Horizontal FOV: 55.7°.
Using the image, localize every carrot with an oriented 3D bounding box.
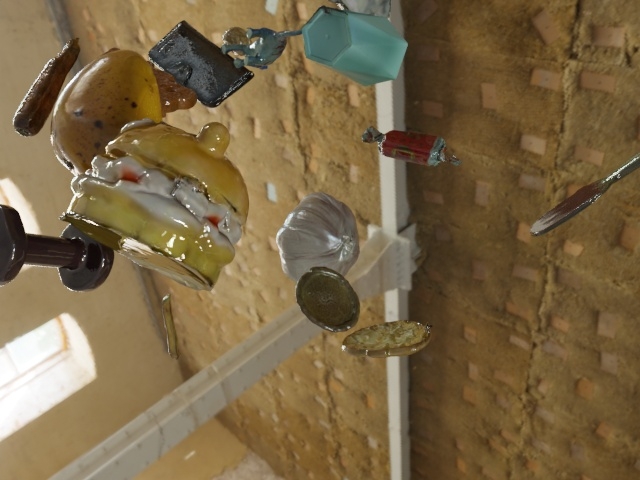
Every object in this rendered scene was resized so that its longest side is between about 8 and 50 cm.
[{"bbox_3d":[-0.551,-0.315,1.231,0.059,0.248,0.059,15,-22,6],"label":"carrot"}]

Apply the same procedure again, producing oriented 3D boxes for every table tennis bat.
[{"bbox_3d":[0.444,-0.080,0.992,0.234,0.131,0.022,-38,-91,20],"label":"table tennis bat"}]

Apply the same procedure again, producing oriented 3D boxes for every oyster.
[{"bbox_3d":[0.067,-0.682,1.511,0.100,0.275,0.271,-9,-106,45],"label":"oyster"}]

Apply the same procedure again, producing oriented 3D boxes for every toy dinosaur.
[{"bbox_3d":[-0.140,-0.439,1.405,0.329,0.144,0.076,-7,-87,66],"label":"toy dinosaur"}]

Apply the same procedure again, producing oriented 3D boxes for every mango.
[{"bbox_3d":[-0.398,-0.231,1.136,0.191,0.290,0.160,2,-23,10],"label":"mango"}]

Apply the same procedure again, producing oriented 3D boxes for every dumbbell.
[{"bbox_3d":[-0.484,0.018,1.056,0.124,0.225,0.140,-33,-112,22],"label":"dumbbell"}]

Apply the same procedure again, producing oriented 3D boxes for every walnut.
[{"bbox_3d":[-0.257,-0.623,1.898,0.096,0.079,0.082,38,-61,6],"label":"walnut"}]

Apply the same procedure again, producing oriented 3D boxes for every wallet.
[{"bbox_3d":[-0.352,-0.504,1.729,0.318,0.172,0.045,42,-12,24],"label":"wallet"}]

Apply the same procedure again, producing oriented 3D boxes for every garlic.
[{"bbox_3d":[0.000,0.000,2.021,0.259,0.317,0.317,18,-49,41],"label":"garlic"}]

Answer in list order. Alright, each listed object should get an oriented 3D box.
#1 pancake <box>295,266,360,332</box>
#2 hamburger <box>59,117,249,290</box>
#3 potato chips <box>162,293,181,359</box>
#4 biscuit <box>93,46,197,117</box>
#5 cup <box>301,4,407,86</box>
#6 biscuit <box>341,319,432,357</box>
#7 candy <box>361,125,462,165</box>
[{"bbox_3d":[0.022,0.151,1.579,0.199,0.199,0.021,53,-45,5],"label":"pancake"},{"bbox_3d":[-0.236,-0.070,0.957,0.276,0.237,0.276,24,-14,6],"label":"hamburger"},{"bbox_3d":[-0.349,0.211,1.419,0.026,0.037,0.204,1,-53,1],"label":"potato chips"},{"bbox_3d":[-0.474,-0.399,1.540,0.306,0.284,0.043,53,-43,34],"label":"biscuit"},{"bbox_3d":[0.068,-0.389,1.198,0.134,0.235,0.148,22,-74,22],"label":"cup"},{"bbox_3d":[0.158,0.221,1.376,0.203,0.260,0.041,-11,-87,19],"label":"biscuit"},{"bbox_3d":[0.247,-0.255,1.650,0.292,0.086,0.059,15,-33,18],"label":"candy"}]
